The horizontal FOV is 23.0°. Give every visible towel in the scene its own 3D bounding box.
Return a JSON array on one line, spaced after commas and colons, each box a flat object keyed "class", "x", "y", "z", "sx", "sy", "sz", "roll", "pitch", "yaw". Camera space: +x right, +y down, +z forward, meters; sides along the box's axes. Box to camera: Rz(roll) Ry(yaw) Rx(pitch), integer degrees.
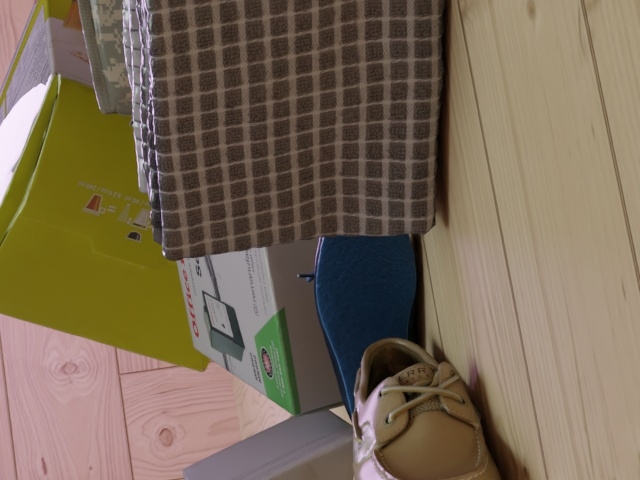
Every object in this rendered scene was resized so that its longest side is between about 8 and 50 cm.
[{"class": "towel", "x": -0.024, "y": -0.118, "z": 1.190, "sx": 0.121, "sy": 0.235, "sz": 0.284, "roll": -119, "pitch": 22, "yaw": -53}]

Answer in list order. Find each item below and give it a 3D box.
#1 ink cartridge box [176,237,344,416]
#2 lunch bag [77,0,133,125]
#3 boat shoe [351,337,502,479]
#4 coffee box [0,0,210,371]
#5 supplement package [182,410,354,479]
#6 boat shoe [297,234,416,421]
[{"class": "ink cartridge box", "x": -0.048, "y": 0.036, "z": 1.607, "sx": 0.289, "sy": 0.121, "sz": 0.211, "roll": 21, "pitch": 123, "yaw": 64}, {"class": "lunch bag", "x": -0.122, "y": -0.265, "z": 1.604, "sx": 0.169, "sy": 0.235, "sz": 0.287, "roll": -51, "pitch": -42, "yaw": -71}, {"class": "boat shoe", "x": 0.072, "y": 0.144, "z": 1.209, "sx": 0.302, "sy": 0.109, "sz": 0.098, "roll": -114, "pitch": 17, "yaw": -80}, {"class": "coffee box", "x": -0.256, "y": -0.088, "z": 2.049, "sx": 0.338, "sy": 0.337, "sz": 0.334, "roll": -63, "pitch": 23, "yaw": 22}, {"class": "supplement package", "x": -0.019, "y": 0.288, "z": 1.576, "sx": 0.177, "sy": 0.175, "sz": 0.293, "roll": 65, "pitch": 172, "yaw": -4}, {"class": "boat shoe", "x": 0.033, "y": 0.062, "z": 1.399, "sx": 0.089, "sy": 0.109, "sz": 0.258, "roll": -107, "pitch": 14, "yaw": -63}]
